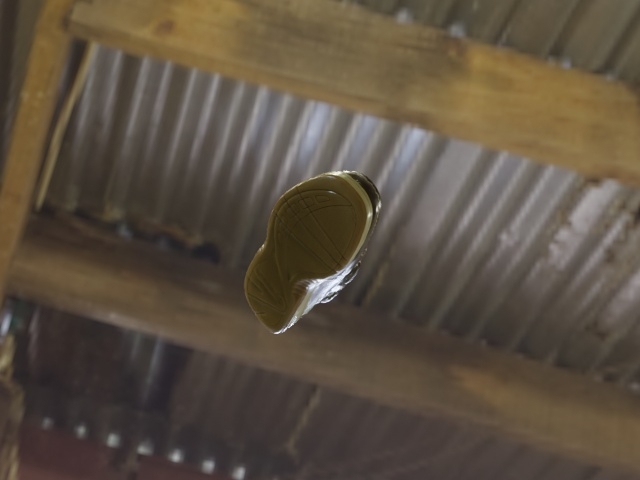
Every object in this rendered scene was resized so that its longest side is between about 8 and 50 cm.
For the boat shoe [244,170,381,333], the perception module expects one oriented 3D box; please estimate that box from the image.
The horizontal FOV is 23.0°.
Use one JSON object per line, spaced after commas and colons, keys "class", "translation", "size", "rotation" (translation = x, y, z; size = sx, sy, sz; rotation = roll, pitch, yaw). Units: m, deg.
{"class": "boat shoe", "translation": [0.000, 0.000, 0.899], "size": [0.056, 0.049, 0.152], "rotation": [54, -34, 8]}
